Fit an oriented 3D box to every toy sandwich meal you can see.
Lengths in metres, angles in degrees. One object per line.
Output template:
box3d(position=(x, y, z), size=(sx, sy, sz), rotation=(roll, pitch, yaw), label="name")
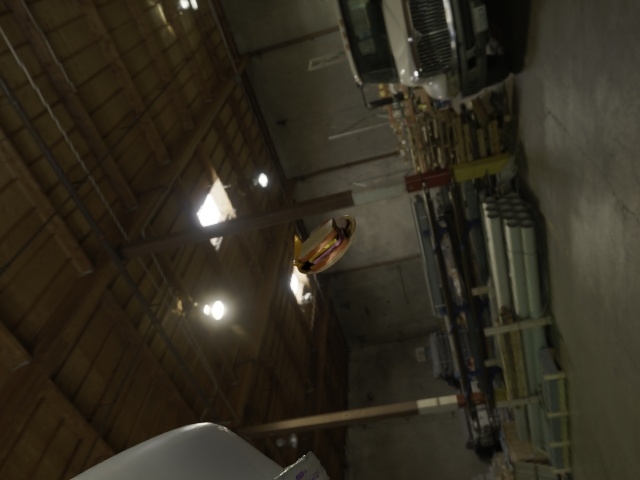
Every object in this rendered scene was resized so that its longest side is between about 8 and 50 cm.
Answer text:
box3d(position=(0.000, 0.000, 0.512), size=(0.029, 0.085, 0.086), rotation=(45, -155, -23), label="toy sandwich meal")

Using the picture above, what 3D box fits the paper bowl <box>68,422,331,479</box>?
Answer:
box3d(position=(-0.115, 0.225, 0.319), size=(0.148, 0.284, 0.284), rotation=(54, -176, 18), label="paper bowl")
